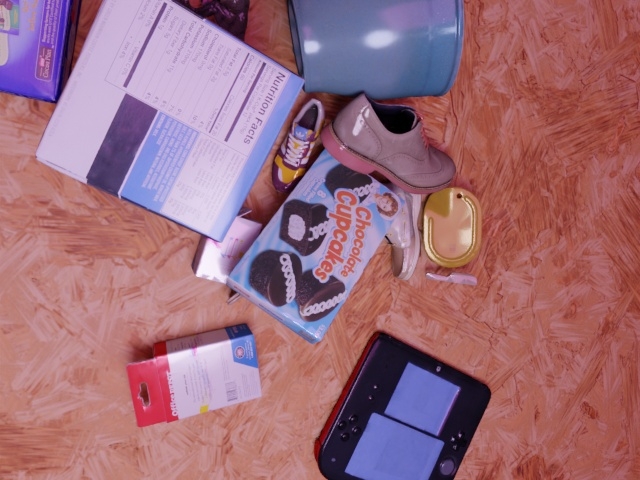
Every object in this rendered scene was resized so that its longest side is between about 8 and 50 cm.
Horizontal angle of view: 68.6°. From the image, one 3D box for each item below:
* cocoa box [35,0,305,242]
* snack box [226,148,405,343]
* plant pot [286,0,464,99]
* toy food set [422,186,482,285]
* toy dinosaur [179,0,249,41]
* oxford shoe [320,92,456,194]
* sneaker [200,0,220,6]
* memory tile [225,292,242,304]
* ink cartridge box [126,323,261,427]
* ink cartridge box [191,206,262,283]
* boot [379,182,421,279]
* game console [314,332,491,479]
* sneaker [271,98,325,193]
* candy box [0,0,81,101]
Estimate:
[{"bbox_3d":[-0.193,-0.173,0.680,0.228,0.347,0.231,26,96,-16],"label":"cocoa box"},{"bbox_3d":[0.000,0.000,0.850,0.187,0.060,0.322,35,65,-2],"label":"snack box"},{"bbox_3d":[0.078,-0.371,0.828,0.255,0.271,0.271,-12,103,-3],"label":"plant pot"},{"bbox_3d":[0.291,-0.013,1.061,0.128,0.071,0.217,1,100,4],"label":"toy food set"},{"bbox_3d":[-0.173,-0.370,0.803,0.118,0.064,0.268,-2,124,-8],"label":"toy dinosaur"},{"bbox_3d":[0.170,-0.181,0.907,0.348,0.123,0.130,6,141,-40],"label":"oxford shoe"},{"bbox_3d":[-0.167,-0.457,0.834,0.119,0.047,0.057,-37,80,-5],"label":"sneaker"},{"bbox_3d":[-0.116,0.075,0.899,0.148,0.113,0.012,-37,92,-10],"label":"memory tile"},{"bbox_3d":[-0.239,0.255,0.900,0.231,0.078,0.134,-9,101,-18],"label":"ink cartridge box"},{"bbox_3d":[-0.174,0.001,0.875,0.090,0.092,0.143,17,92,-21],"label":"ink cartridge box"},{"bbox_3d":[0.125,-0.024,0.988,0.165,0.077,0.213,3,91,-21],"label":"boot"},{"bbox_3d":[0.202,0.436,1.102,0.387,0.060,0.342,30,88,-22],"label":"game console"},{"bbox_3d":[-0.045,-0.180,0.888,0.070,0.084,0.185,20,87,1],"label":"sneaker"},{"bbox_3d":[-0.528,-0.366,0.670,0.317,0.122,0.268,10,97,-22],"label":"candy box"}]
